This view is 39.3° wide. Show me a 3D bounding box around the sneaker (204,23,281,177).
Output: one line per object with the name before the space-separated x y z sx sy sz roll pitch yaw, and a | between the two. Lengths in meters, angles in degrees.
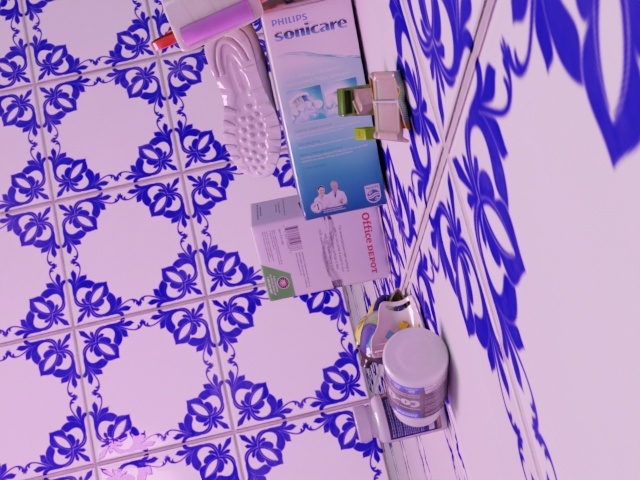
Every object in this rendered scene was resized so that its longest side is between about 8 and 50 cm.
sneaker | -0.099 -0.207 1.312 0.095 0.090 0.235 -69 -27 -63

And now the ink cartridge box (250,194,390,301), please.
ink cartridge box | 0.000 0.000 1.485 0.087 0.209 0.153 -100 -1 -60

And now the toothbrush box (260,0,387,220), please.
toothbrush box | -0.001 -0.206 1.301 0.216 0.126 0.295 -104 1 -71

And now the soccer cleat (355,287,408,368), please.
soccer cleat | 0.109 0.131 1.383 0.289 0.094 0.121 -32 -41 -87

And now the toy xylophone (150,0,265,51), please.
toy xylophone | -0.099 -0.349 1.199 0.081 0.236 0.322 64 -159 -19

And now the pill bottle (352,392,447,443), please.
pill bottle | 0.106 0.237 1.219 0.067 0.120 0.067 167 90 -88

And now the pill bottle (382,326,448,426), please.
pill bottle | 0.117 0.171 1.095 0.137 0.078 0.078 79 177 -54

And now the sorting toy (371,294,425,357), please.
sorting toy | 0.109 0.115 1.213 0.045 0.083 0.075 10 -112 -59

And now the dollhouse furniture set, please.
dollhouse furniture set | 0.075 -0.149 0.989 0.152 0.059 0.076 -161 64 -65
